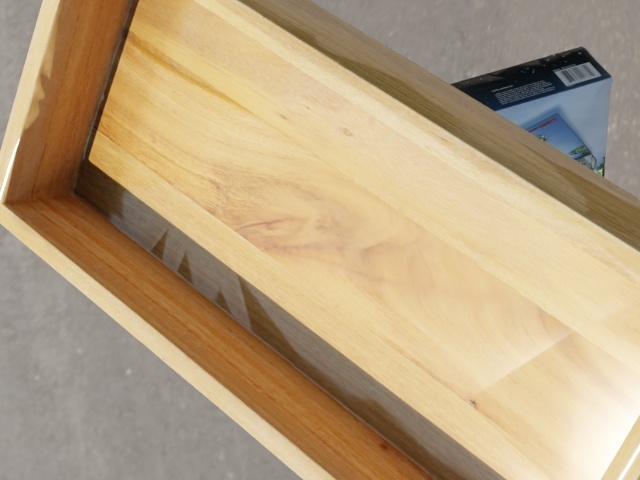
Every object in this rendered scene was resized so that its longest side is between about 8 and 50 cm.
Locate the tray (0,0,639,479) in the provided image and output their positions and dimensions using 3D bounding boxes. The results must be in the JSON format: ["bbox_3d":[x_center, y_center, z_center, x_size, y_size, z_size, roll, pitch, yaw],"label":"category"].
[{"bbox_3d":[0.000,0.000,0.639,0.411,0.076,0.202,36,118,26],"label":"tray"}]

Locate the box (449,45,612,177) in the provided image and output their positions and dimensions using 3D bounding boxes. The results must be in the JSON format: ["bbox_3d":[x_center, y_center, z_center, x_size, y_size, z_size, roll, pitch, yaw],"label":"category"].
[{"bbox_3d":[0.082,-0.028,0.834,0.233,0.044,0.159,-17,134,-11],"label":"box"}]
